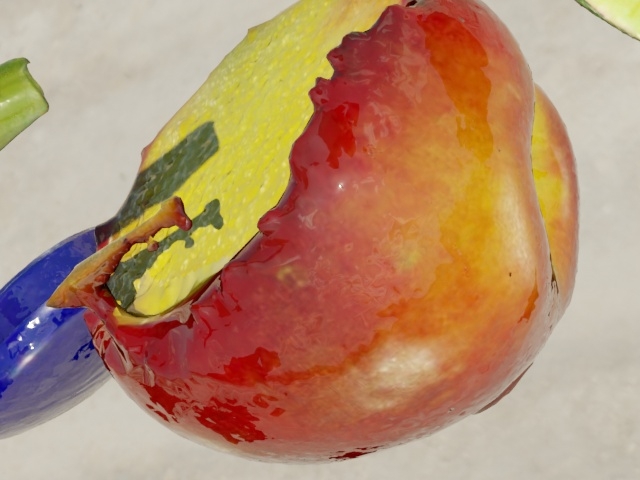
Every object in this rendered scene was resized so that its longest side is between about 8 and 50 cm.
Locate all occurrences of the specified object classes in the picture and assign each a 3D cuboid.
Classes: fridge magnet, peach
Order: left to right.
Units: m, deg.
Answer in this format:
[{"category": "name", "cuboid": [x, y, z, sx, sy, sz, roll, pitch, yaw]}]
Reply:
[{"category": "fridge magnet", "cuboid": [-0.236, 0.084, 1.229, 0.265, 0.265, 0.113, -46, 80, 14]}, {"category": "peach", "cuboid": [0.022, 0.003, 0.968, 0.406, 0.310, 0.335, -38, 23, 28]}]

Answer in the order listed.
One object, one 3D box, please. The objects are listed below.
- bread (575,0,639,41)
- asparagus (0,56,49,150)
[{"category": "bread", "cuboid": [0.259, -0.230, 0.748, 0.301, 0.045, 0.301, -3, 75, 11]}, {"category": "asparagus", "cuboid": [-0.208, -0.030, 0.607, 0.178, 0.045, 0.041, -29, 34, -6]}]
